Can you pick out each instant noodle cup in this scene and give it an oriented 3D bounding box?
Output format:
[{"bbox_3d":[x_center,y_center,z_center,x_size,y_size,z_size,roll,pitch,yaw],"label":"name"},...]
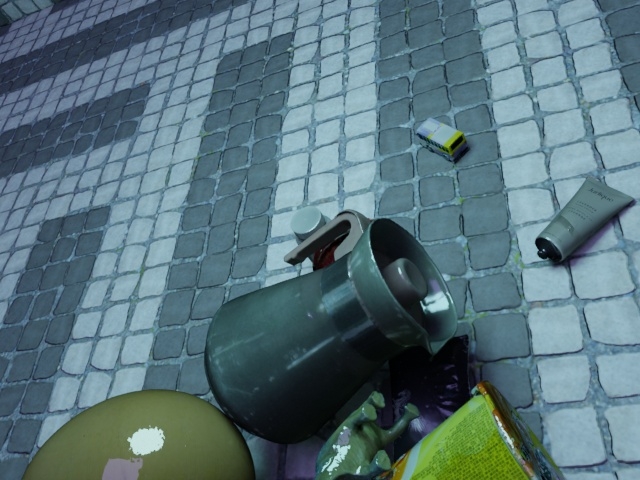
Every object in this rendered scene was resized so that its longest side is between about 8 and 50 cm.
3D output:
[{"bbox_3d":[0.199,0.335,0.732,0.200,0.264,0.264,-38,47,11],"label":"instant noodle cup"}]

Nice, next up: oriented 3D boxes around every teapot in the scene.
[{"bbox_3d":[0.008,0.121,0.928,0.344,0.253,0.300,-35,49,26],"label":"teapot"}]

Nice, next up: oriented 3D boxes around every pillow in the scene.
[{"bbox_3d":[0.170,0.248,0.925,0.141,0.055,0.208,-12,53,19],"label":"pillow"}]

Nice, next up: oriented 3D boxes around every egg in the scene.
[{"bbox_3d":[-0.278,0.385,0.903,0.374,0.301,0.301,-26,48,18],"label":"egg"}]

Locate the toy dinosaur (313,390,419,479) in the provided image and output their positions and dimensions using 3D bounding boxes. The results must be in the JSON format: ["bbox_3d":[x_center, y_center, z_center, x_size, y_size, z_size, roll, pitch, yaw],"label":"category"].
[{"bbox_3d":[0.044,0.281,0.798,0.076,0.363,0.147,45,117,10],"label":"toy dinosaur"}]

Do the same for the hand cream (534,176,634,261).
[{"bbox_3d":[0.428,-0.033,1.003,0.186,0.054,0.087,-41,52,-14],"label":"hand cream"}]

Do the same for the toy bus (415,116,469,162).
[{"bbox_3d":[0.245,-0.207,1.223,0.052,0.058,0.102,-44,48,-8],"label":"toy bus"}]

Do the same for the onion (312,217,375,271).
[{"bbox_3d":[0.081,0.041,1.074,0.184,0.184,0.147,-4,18,26],"label":"onion"}]

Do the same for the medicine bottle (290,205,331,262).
[{"bbox_3d":[0.000,0.000,1.145,0.079,0.140,0.079,-15,51,19],"label":"medicine bottle"}]
